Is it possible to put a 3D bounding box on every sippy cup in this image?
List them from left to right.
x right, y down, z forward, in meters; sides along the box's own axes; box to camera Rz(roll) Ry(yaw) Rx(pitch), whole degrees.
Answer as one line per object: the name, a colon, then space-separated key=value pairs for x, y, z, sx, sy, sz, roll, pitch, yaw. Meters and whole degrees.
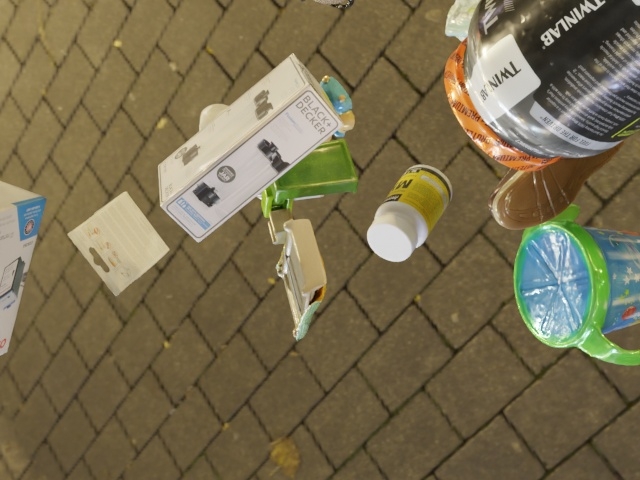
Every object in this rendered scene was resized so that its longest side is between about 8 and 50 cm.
sippy cup: x=0.518 y=0.074 z=1.612 sx=0.240 sy=0.224 sz=0.305 roll=169 pitch=98 yaw=-67

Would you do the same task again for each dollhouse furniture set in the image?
dollhouse furniture set: x=0.000 y=0.000 z=1.585 sx=0.197 sy=0.151 sz=0.301 roll=102 pitch=155 yaw=-59

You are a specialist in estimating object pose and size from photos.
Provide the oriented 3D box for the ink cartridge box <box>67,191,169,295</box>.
ink cartridge box: x=-0.380 y=0.010 z=1.619 sx=0.045 sy=0.179 sz=0.145 roll=-27 pitch=104 yaw=39

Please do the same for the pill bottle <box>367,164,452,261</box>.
pill bottle: x=0.185 y=-0.056 z=1.806 sx=0.119 sy=0.208 sz=0.119 roll=18 pitch=134 yaw=20

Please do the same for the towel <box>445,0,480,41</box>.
towel: x=0.383 y=-0.459 z=1.421 sx=0.320 sy=0.090 sz=0.374 roll=-61 pitch=30 yaw=-1

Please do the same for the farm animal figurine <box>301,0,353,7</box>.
farm animal figurine: x=-0.021 y=-0.420 z=1.087 sx=0.172 sy=0.326 sz=0.330 roll=32 pitch=74 yaw=36

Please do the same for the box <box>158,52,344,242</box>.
box: x=-0.114 y=-0.146 z=1.343 sx=0.290 sy=0.087 sz=0.169 roll=-39 pitch=28 yaw=8

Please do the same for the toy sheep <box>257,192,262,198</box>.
toy sheep: x=-0.108 y=-0.125 z=1.825 sx=0.091 sy=0.132 sz=0.091 roll=-3 pitch=84 yaw=26

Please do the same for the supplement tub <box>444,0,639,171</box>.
supplement tub: x=0.285 y=-0.216 z=0.823 sx=0.338 sy=0.207 sz=0.207 roll=-39 pitch=69 yaw=47

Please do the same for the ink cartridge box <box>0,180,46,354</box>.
ink cartridge box: x=-0.370 y=0.039 z=0.900 sx=0.082 sy=0.139 sz=0.190 roll=18 pitch=103 yaw=4

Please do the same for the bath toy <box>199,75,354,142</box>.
bath toy: x=-0.099 y=-0.243 z=1.872 sx=0.151 sy=0.348 sz=0.129 roll=61 pitch=151 yaw=23

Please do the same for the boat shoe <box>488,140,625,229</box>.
boat shoe: x=0.410 y=-0.141 z=1.578 sx=0.123 sy=0.342 sz=0.123 roll=21 pitch=145 yaw=51
